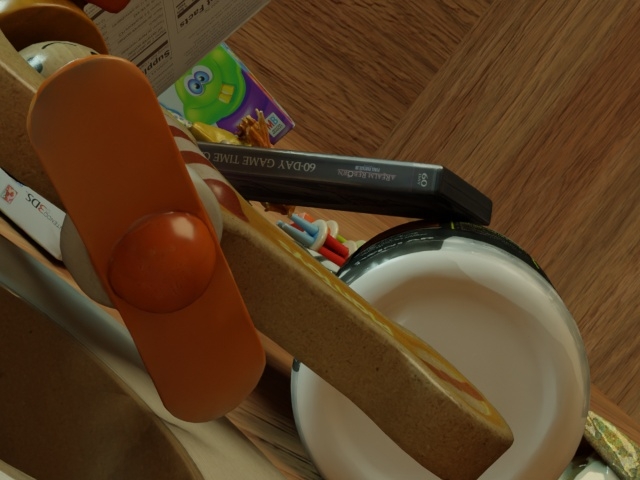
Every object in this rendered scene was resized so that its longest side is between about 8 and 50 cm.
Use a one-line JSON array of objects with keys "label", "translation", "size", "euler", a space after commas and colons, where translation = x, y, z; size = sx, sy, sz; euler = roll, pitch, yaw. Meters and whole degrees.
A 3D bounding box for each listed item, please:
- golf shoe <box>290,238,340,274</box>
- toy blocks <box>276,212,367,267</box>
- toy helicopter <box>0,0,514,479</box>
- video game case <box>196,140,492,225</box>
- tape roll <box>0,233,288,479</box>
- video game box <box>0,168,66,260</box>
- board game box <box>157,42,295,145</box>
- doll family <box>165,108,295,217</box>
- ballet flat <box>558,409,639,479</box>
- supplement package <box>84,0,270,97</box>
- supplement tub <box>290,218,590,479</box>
[{"label": "golf shoe", "translation": [0.015, 0.058, 1.627], "size": [0.198, 0.077, 0.094], "euler": [40, 6, 12]}, {"label": "toy blocks", "translation": [0.000, 0.000, 2.109], "size": [0.148, 0.054, 0.123], "euler": [34, 7, -27]}, {"label": "toy helicopter", "translation": [-0.046, -0.003, 0.743], "size": [0.355, 0.140, 0.235], "euler": [39, 6, -19]}, {"label": "video game case", "translation": [-0.022, -0.046, 1.316], "size": [0.274, 0.026, 0.196], "euler": [7, -4, 16]}, {"label": "tape roll", "translation": [-0.140, 0.065, 0.623], "size": [0.392, 0.072, 0.392], "euler": [38, 5, -4]}, {"label": "video game box", "translation": [-0.192, -0.041, 1.275], "size": [0.187, 0.048, 0.205], "euler": [37, 5, 22]}, {"label": "board game box", "translation": [-0.175, -0.183, 1.798], "size": [0.275, 0.142, 0.144], "euler": [47, 3, -17]}, {"label": "doll family", "translation": [-0.097, -0.066, 1.563], "size": [0.163, 0.118, 0.263], "euler": [24, 9, -5]}, {"label": "ballet flat", "translation": [0.194, 0.185, 1.535], "size": [0.348, 0.123, 0.123], "euler": [48, 5, -1]}, {"label": "supplement package", "translation": [-0.200, -0.224, 1.268], "size": [0.262, 0.204, 0.145], "euler": [36, -26, 23]}, {"label": "supplement tub", "translation": [0.085, 0.084, 1.247], "size": [0.193, 0.193, 0.316], "euler": [38, 6, 1]}]
